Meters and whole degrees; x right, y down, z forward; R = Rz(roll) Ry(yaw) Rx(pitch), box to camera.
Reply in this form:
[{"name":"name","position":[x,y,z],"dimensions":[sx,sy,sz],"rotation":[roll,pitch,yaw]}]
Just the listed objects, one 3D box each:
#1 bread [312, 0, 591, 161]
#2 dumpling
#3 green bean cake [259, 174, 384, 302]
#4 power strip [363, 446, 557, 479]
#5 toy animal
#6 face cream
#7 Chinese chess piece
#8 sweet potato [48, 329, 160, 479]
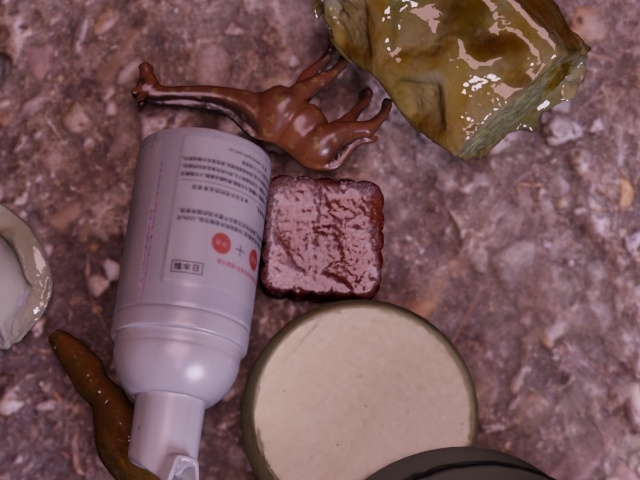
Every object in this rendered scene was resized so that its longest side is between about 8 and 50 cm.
[{"name":"bread","position":[0.144,-0.223,1.729],"dimensions":[0.196,0.238,0.252],"rotation":[-42,80,25]},{"name":"dumpling","position":[-0.355,0.017,1.664],"dimensions":[0.169,0.100,0.134],"rotation":[35,62,0]},{"name":"green bean cake","position":[0.000,0.000,1.727],"dimensions":[0.135,0.056,0.135],"rotation":[4,79,-5]},{"name":"power strip","position":[0.135,0.384,1.555],"dimensions":[0.357,0.161,0.357],"rotation":[-3,101,-14]},{"name":"toy animal","position":[-0.064,-0.154,1.749],"dimensions":[0.229,0.066,0.224],"rotation":[-36,80,-17]},{"name":"face cream","position":[-0.143,0.079,1.625],"dimensions":[0.145,0.145,0.370],"rotation":[10,69,-4]},{"name":"Chinese chess piece","position":[0.041,0.186,1.668],"dimensions":[0.250,0.101,0.250],"rotation":[1,78,-6]},{"name":"sweet potato","position":[-0.203,0.202,1.652],"dimensions":[0.075,0.075,0.269],"rotation":[-36,84,-12]}]
